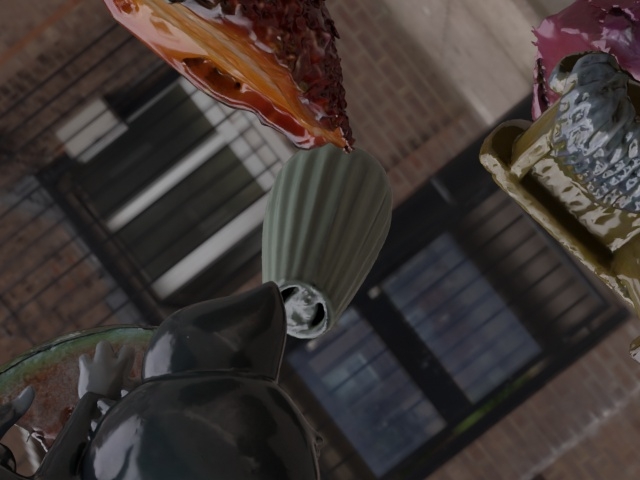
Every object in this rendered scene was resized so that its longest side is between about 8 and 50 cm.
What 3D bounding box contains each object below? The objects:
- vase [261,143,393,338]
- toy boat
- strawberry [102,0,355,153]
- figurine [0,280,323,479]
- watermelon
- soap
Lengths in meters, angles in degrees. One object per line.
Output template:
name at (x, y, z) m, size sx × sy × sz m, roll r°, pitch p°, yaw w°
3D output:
vase at (0.000, 0.000, 1.138) m, size 0.128 × 0.128 × 0.248 m, roll 51°, pitch -153°, yaw -21°
toy boat at (0.208, 0.040, 0.531) m, size 0.321 × 0.089 × 0.121 m, roll 40°, pitch -147°, yaw -9°
strawberry at (-0.046, -0.133, 0.656) m, size 0.192 × 0.085 × 0.140 m, roll 30°, pitch 166°, yaw 2°
figurine at (-0.123, 0.124, 0.643) m, size 0.265 × 0.140 × 0.193 m, roll 5°, pitch -126°, yaw -24°
watermelon at (-0.169, 0.123, 0.864) m, size 0.071 × 0.187 × 0.139 m, roll 22°, pitch 115°, yaw 56°
soap at (0.275, -0.117, 0.992) m, size 0.182 × 0.112 × 0.289 m, roll 42°, pitch 167°, yaw 27°
